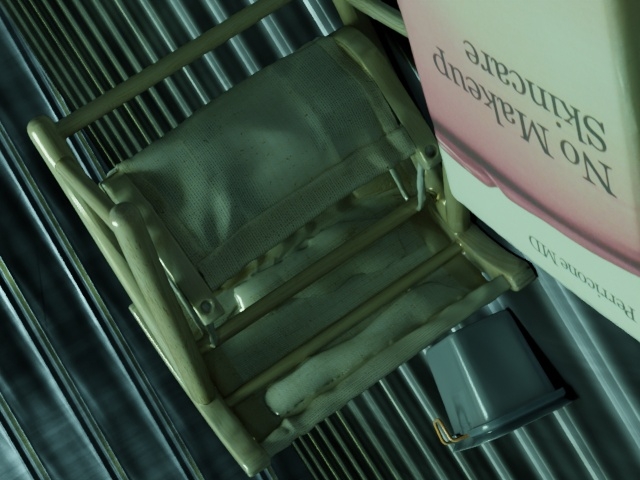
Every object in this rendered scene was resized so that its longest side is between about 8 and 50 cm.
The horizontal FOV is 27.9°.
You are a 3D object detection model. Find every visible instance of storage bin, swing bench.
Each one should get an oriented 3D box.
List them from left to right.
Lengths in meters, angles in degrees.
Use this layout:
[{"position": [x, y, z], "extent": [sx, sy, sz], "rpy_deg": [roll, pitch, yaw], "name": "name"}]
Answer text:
[{"position": [-0.019, -0.021, 0.898], "extent": [0.165, 0.253, 0.254], "rpy_deg": [42, 160, 48], "name": "swing bench"}, {"position": [0.132, 0.117, 1.066], "extent": [0.135, 0.098, 0.091], "rpy_deg": [116, 130, -75], "name": "storage bin"}]

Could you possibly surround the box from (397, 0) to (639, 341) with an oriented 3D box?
[{"position": [0.117, -0.097, 0.501], "extent": [0.148, 0.127, 0.232], "rpy_deg": [43, 161, 45], "name": "box"}]
